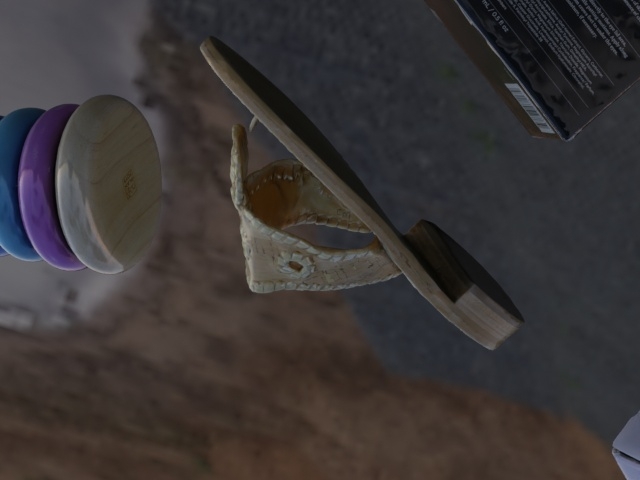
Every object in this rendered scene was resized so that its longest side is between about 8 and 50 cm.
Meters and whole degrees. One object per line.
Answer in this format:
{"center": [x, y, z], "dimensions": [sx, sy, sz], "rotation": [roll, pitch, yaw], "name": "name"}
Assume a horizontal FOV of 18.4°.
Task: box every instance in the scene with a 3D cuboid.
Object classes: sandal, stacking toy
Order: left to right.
{"center": [-0.302, -0.041, 1.600], "dimensions": [0.330, 0.141, 0.141], "rotation": [-1, 158, 21], "name": "stacking toy"}
{"center": [0.002, 0.003, 0.957], "dimensions": [0.240, 0.079, 0.088], "rotation": [39, -168, -37], "name": "sandal"}

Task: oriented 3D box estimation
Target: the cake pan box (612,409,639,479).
{"center": [0.253, 0.078, 0.900], "dimensions": [0.070, 0.267, 0.246], "rotation": [23, 154, 42], "name": "cake pan box"}

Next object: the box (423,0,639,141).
{"center": [0.153, -0.229, 1.420], "dimensions": [0.261, 0.184, 0.103], "rotation": [51, 177, -10], "name": "box"}
